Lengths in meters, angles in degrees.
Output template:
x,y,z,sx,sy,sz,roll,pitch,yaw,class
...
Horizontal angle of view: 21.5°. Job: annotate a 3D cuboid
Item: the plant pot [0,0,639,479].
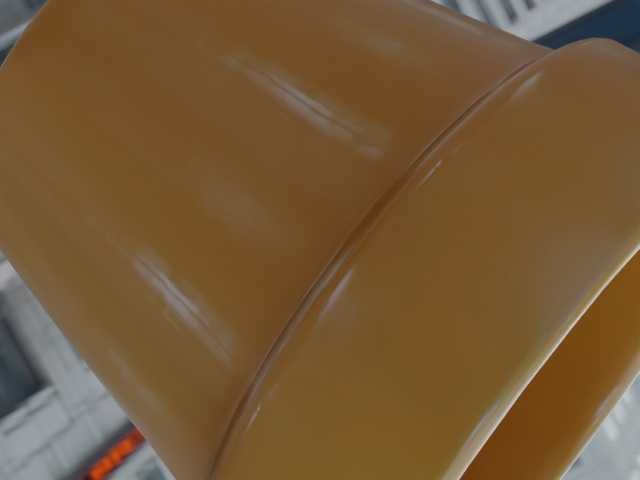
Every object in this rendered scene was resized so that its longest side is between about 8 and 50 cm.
x,y,z,sx,sy,sz,roll,pitch,yaw,class
0.000,0.000,0.524,0.205,0.188,0.205,-47,162,-20,plant pot
